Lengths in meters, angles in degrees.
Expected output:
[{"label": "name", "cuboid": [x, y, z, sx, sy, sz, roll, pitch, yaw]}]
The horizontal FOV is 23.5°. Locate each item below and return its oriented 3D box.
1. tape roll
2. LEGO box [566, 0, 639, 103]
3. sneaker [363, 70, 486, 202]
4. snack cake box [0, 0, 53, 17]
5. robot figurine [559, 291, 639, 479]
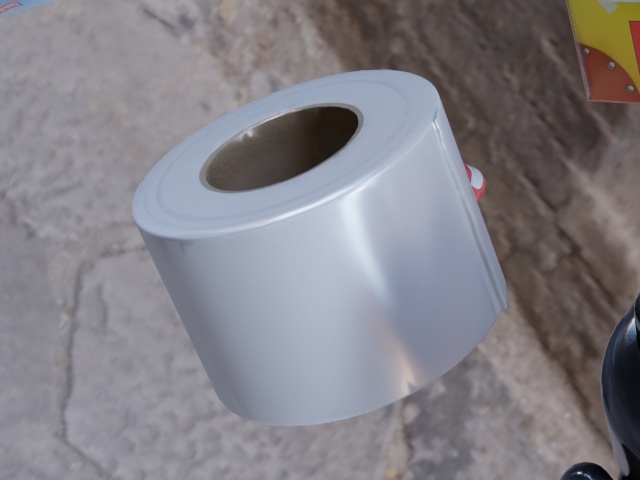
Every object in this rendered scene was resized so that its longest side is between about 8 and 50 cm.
[{"label": "tape roll", "cuboid": [0.000, 0.000, 1.164, 0.246, 0.246, 0.169, -52, 127, -46]}, {"label": "LEGO box", "cuboid": [0.357, -0.357, 1.175, 0.193, 0.372, 0.500, -44, 128, -37]}, {"label": "sneaker", "cuboid": [0.065, -0.081, 1.413, 0.128, 0.087, 0.221, 41, 1, -19]}, {"label": "snack cake box", "cuboid": [-0.248, -0.323, 1.485, 0.089, 0.264, 0.152, 30, 53, -57]}, {"label": "robot figurine", "cuboid": [0.272, 0.127, 0.976, 0.209, 0.278, 0.173, 5, 54, 23]}]
